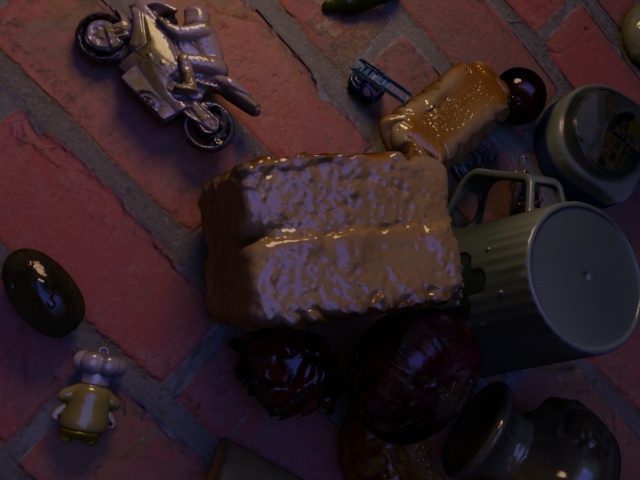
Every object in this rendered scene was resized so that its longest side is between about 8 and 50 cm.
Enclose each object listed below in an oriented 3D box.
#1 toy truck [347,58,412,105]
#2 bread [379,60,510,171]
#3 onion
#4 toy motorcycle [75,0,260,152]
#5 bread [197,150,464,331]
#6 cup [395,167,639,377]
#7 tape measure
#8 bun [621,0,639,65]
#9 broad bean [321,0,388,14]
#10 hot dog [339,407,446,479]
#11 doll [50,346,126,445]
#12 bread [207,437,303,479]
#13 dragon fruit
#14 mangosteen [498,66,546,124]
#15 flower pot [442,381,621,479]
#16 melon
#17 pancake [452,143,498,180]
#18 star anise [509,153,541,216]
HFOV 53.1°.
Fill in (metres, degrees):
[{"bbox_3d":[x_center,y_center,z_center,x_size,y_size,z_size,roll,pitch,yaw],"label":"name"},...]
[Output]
[{"bbox_3d":[0.121,-0.314,1.327,0.136,0.074,0.063,35,70,4],"label":"toy truck"},{"bbox_3d":[0.273,-0.255,1.365,0.311,0.121,0.173,-37,85,-22],"label":"bread"},{"bbox_3d":[0.157,0.227,1.095,0.246,0.190,0.246,-13,116,-28],"label":"onion"},{"bbox_3d":[-0.260,-0.325,1.174,0.340,0.108,0.223,43,76,-4],"label":"toy motorcycle"},{"bbox_3d":[0.000,0.000,1.093,0.371,0.390,0.279,-7,91,-21],"label":"bread"},{"bbox_3d":[0.341,0.062,1.222,0.310,0.392,0.401,-25,88,-28],"label":"cup"},{"bbox_3d":[0.645,-0.233,1.506,0.262,0.138,0.259,32,72,-15],"label":"tape measure"},{"bbox_3d":[0.876,-0.533,1.646,0.195,0.118,0.195,2,84,-24],"label":"bun"},{"bbox_3d":[0.099,-0.515,1.363,0.195,0.061,0.046,-21,89,-23],"label":"broad bean"},{"bbox_3d":[0.126,0.417,1.220,0.153,0.150,0.257,-25,92,-33],"label":"hot dog"},{"bbox_3d":[-0.385,0.259,1.077,0.106,0.062,0.162,18,78,-23],"label":"doll"},{"bbox_3d":[-0.113,0.441,1.133,0.178,0.060,0.139,32,30,-16],"label":"bread"},{"bbox_3d":[-0.058,0.235,1.153,0.188,0.182,0.182,-5,85,-23],"label":"dragon fruit"},{"bbox_3d":[0.454,-0.333,1.458,0.140,0.140,0.140,3,82,-21],"label":"mangosteen"},{"bbox_3d":[0.400,0.426,1.255,0.244,0.307,0.307,32,73,-1],"label":"flower pot"},{"bbox_3d":[-0.456,0.085,1.052,0.099,0.099,0.162,-38,99,-21],"label":"melon"},{"bbox_3d":[0.343,-0.177,1.439,0.129,0.022,0.116,36,72,-14],"label":"pancake"},{"bbox_3d":[0.457,-0.070,1.400,0.262,0.081,0.230,55,32,-31],"label":"star anise"}]
